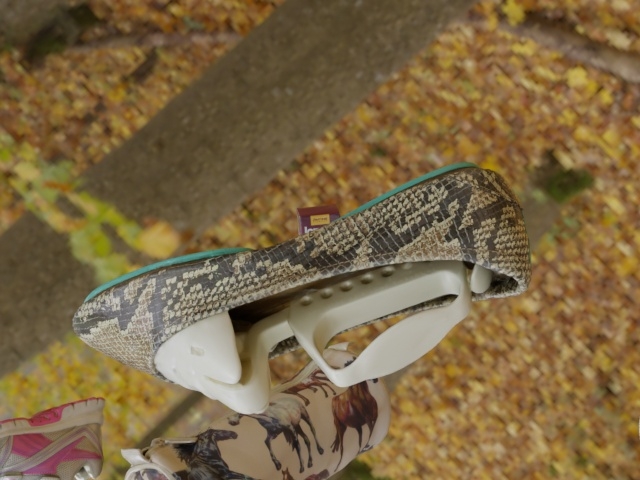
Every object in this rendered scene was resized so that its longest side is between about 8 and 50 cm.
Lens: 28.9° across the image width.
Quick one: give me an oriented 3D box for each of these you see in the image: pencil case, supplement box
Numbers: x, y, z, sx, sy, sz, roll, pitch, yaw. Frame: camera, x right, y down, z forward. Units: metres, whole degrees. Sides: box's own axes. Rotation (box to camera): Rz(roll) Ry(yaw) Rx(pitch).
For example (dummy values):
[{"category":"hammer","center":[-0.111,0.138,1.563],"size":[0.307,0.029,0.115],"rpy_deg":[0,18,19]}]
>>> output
[{"category":"pencil case","center":[-0.081,0.294,1.770],"size":[0.160,0.410,0.184],"rpy_deg":[4,114,48]},{"category":"supplement box","center":[0.000,0.000,1.600],"size":[0.043,0.055,0.083],"rpy_deg":[-110,14,-71]}]

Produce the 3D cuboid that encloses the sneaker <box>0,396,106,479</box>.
[{"category":"sneaker","center":[-0.356,0.267,1.489],"size":[0.103,0.252,0.111],"rpy_deg":[-20,83,50]}]

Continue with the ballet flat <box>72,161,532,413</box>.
[{"category":"ballet flat","center":[-0.018,0.071,1.244],"size":[0.164,0.482,0.182],"rpy_deg":[63,-170,-57]}]
